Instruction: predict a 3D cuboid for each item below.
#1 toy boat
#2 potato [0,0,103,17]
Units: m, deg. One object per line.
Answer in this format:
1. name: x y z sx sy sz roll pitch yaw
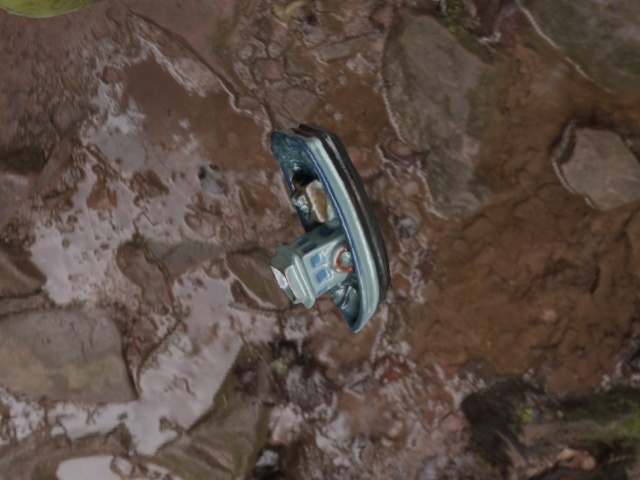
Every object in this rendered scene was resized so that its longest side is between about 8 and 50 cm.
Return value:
1. toy boat: 0.000 0.000 0.555 0.066 0.059 0.140 -32 120 -17
2. potato: -0.192 -0.289 0.824 0.272 0.111 0.160 -30 123 -21
